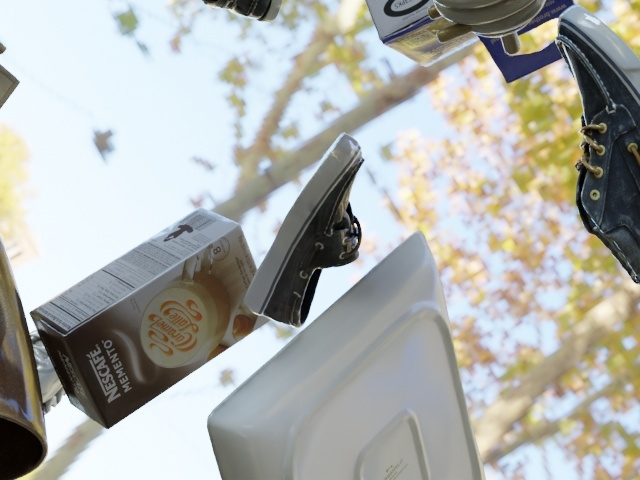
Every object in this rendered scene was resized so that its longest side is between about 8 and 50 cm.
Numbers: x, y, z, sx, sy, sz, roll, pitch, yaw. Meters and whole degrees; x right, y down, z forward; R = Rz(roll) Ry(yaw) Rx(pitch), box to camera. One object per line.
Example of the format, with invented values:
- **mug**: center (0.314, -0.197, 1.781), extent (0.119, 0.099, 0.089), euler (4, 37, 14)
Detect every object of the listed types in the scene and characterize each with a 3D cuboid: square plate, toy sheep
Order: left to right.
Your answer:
- **square plate**: center (0.053, 0.217, 1.423), extent (0.049, 0.347, 0.344), euler (5, -59, 38)
- **toy sheep**: center (0.108, -0.177, 1.004), extent (0.091, 0.091, 0.132), euler (40, -18, 46)

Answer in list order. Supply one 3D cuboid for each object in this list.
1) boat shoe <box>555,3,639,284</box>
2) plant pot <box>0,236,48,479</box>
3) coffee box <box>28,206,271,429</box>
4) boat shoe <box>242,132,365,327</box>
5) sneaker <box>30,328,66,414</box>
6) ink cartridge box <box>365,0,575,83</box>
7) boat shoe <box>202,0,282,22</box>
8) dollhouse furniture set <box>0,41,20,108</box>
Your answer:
- **boat shoe**: center (0.192, -0.062, 1.002), extent (0.183, 0.083, 0.065), euler (55, 0, -2)
- **plant pot**: center (-0.341, 0.075, 1.312), extent (0.215, 0.215, 0.230), euler (96, -9, -61)
- **coffee box**: center (-0.191, 0.087, 1.755), extent (0.098, 0.246, 0.141), euler (23, -39, 51)
- **boat shoe**: center (0.000, 0.000, 1.393), extent (0.076, 0.080, 0.228), euler (30, -53, 0)
- **sneaker**: center (-0.322, 0.131, 1.881), extent (0.110, 0.292, 0.118), euler (40, -50, 23)
- **ink cartridge box**: center (0.151, -0.364, 1.563), extent (0.151, 0.270, 0.395), euler (13, 55, -66)
- **boat shoe**: center (-0.124, -0.315, 1.756), extent (0.233, 0.079, 0.084), euler (42, -54, 54)
- **dollhouse furniture set**: center (-0.490, -0.200, 1.792), extent (0.161, 0.212, 0.242), euler (43, -21, -30)
